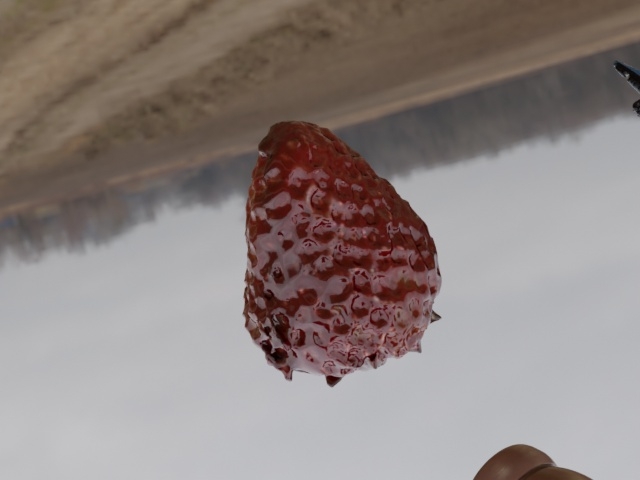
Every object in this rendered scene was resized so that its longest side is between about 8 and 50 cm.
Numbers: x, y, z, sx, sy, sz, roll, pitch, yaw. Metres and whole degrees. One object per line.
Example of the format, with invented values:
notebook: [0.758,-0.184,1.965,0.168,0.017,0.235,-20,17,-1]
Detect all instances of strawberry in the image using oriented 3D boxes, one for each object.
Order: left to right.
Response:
strawberry: [0.000,0.000,1.430,0.205,0.244,0.205,-18,-150,10]

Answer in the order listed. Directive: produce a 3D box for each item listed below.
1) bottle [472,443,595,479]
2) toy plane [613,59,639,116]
bottle: [0.311,0.403,1.971,0.297,0.206,0.173,38,-173,37]
toy plane: [0.473,-0.157,2.012,0.078,0.246,0.169,-40,159,-29]
